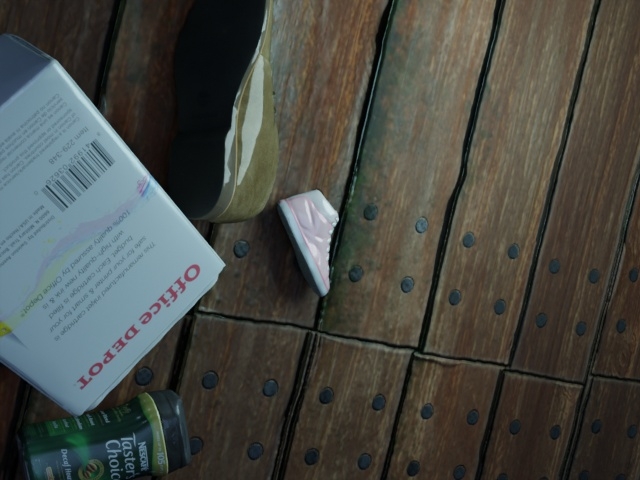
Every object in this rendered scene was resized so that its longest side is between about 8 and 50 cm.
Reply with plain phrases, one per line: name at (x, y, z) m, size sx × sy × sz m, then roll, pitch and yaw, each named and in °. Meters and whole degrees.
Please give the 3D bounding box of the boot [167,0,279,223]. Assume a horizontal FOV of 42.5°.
boot at (-0.096, -0.170, 0.951) m, size 0.115 × 0.112 × 0.306 m, roll 11°, pitch 88°, yaw -57°

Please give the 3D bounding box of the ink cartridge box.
ink cartridge box at (-0.270, -0.006, 0.799) m, size 0.226 × 0.131 × 0.306 m, roll -46°, pitch 136°, yaw -14°

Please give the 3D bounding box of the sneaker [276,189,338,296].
sneaker at (0.000, 0.000, 1.029) m, size 0.070 × 0.051 × 0.134 m, roll -25°, pitch 103°, yaw -16°

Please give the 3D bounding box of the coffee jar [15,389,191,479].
coffee jar at (-0.240, 0.234, 0.928) m, size 0.184 × 0.079 × 0.096 m, roll -13°, pitch 103°, yaw -25°
